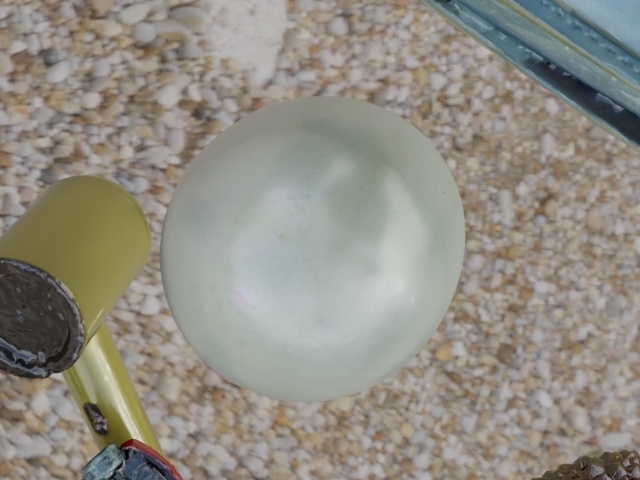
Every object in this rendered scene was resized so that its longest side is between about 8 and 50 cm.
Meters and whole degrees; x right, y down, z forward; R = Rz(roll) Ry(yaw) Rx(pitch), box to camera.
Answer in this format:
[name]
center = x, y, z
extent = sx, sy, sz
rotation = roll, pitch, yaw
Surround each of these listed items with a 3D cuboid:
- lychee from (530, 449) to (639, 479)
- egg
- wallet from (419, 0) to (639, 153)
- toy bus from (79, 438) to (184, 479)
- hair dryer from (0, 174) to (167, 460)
[lychee]
center = 0.282, 0.344, 1.294
extent = 0.236, 0.236, 0.271
rotation = 41, 70, -23
[egg]
center = 0.000, 0.000, 0.648
extent = 0.151, 0.209, 0.151
rotation = 4, 106, 14
[wallet]
center = 0.165, -0.160, 0.504
extent = 0.176, 0.075, 0.250
rotation = 36, 76, 9
[toy bus]
center = -0.170, 0.219, 0.846
extent = 0.195, 0.089, 0.081
rotation = -42, 87, -3
[hair dryer]
center = -0.147, 0.100, 0.875
extent = 0.135, 0.090, 0.279
rotation = -64, 141, -58
